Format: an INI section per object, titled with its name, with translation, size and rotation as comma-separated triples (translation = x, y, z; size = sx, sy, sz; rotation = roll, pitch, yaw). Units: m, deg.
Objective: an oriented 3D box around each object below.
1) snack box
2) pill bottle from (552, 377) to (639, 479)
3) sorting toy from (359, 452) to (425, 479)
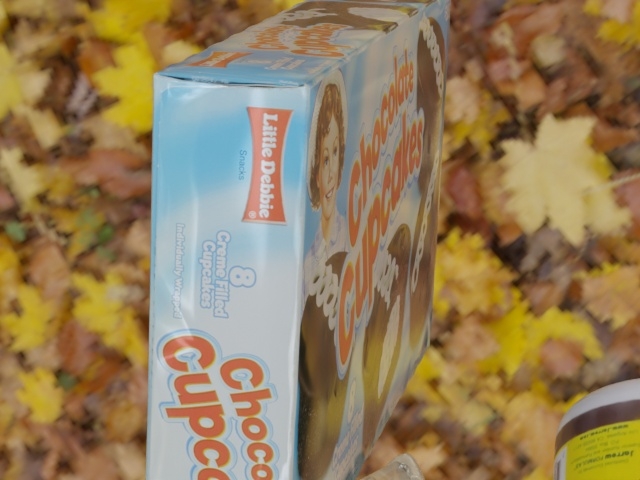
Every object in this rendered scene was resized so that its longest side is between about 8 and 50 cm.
[snack box]
translation = 0.000, 0.000, 0.762
size = 0.060, 0.322, 0.187
rotation = 5, 105, 11
[pill bottle]
translation = 0.156, 0.176, 0.797
size = 0.117, 0.215, 0.117
rotation = 6, 151, 3
[sorting toy]
translation = 0.013, 0.151, 0.910
size = 0.075, 0.083, 0.045
rotation = -41, 77, 28
